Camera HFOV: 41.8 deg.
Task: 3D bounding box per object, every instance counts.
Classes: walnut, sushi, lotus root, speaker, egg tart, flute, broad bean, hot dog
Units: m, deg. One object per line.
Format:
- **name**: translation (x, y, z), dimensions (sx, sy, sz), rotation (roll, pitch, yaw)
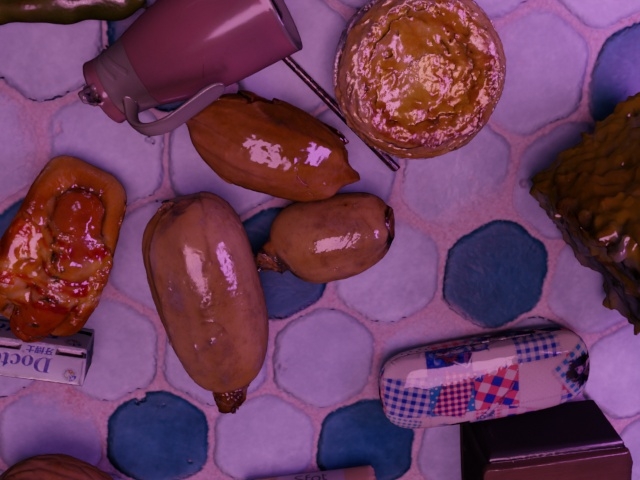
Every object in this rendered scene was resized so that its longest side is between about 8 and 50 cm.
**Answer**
- **walnut**: translation (-0.062, -0.120, 1.109), dimensions (0.245, 0.137, 0.137), rotation (24, 106, -13)
- **sushi**: translation (0.482, 0.020, 1.076), dimensions (0.240, 0.396, 0.351), rotation (-37, 114, 5)
- **lotus root**: translation (-0.147, 0.094, 1.162), dimensions (0.151, 0.169, 0.343), rotation (-20, 113, -14)
- **speaker**: translation (0.350, 0.370, 1.314), dimensions (0.230, 0.153, 0.193), rotation (-7, 110, -2)
- **lotus root**: translation (0.000, 0.000, 1.172), dimensions (0.221, 0.118, 0.125), rotation (-16, 96, 2)
- **egg tart**: translation (0.129, -0.222, 1.111), dimensions (0.234, 0.094, 0.234), rotation (-2, 108, -6)
- **flute**: translation (0.016, -0.188, 1.155), dimensions (0.014, 0.014, 0.269), rotation (-44, 108, 11)
- **walnut**: translation (-0.398, 0.412, 1.251), dimensions (0.213, 0.213, 0.213), rotation (-2, 110, -4)
- **broad bean**: translation (-0.349, -0.301, 1.067), dimensions (0.256, 0.052, 0.053), rotation (-1, 69, -2)
- **hot dog**: translation (-0.357, 0.025, 1.127), dimensions (0.150, 0.153, 0.257), rotation (21, 107, -12)

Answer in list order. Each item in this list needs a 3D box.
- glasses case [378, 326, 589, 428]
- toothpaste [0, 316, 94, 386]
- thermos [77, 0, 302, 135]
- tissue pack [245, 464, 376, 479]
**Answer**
- **glasses case**: translation (0.252, 0.211, 1.289), dimensions (0.327, 0.076, 0.125), rotation (-9, 109, -2)
- **toothpaste**: translation (-0.501, 0.145, 1.198), dimensions (0.336, 0.081, 0.067), rotation (9, 105, -8)
- **thermos**: translation (-0.166, -0.234, 1.048), dimensions (0.265, 0.176, 0.146), rotation (-28, 147, 10)
- **tissue pack**: translation (-0.011, 0.461, 1.351), dimensions (0.222, 0.090, 0.186), rotation (-7, 113, -1)
